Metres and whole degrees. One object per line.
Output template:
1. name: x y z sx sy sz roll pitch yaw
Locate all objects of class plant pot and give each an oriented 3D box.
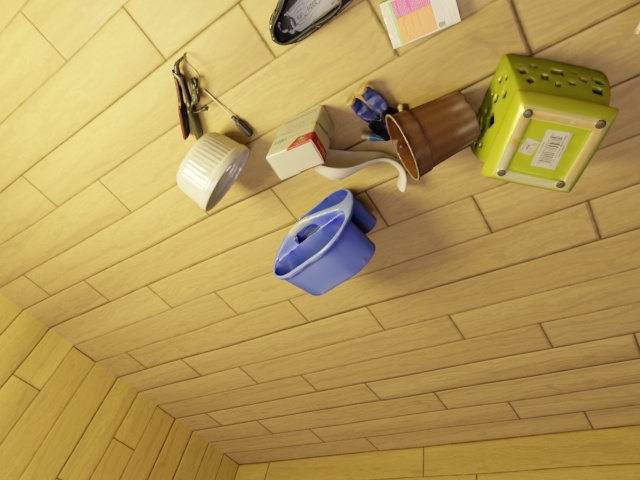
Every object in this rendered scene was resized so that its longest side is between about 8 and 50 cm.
1. plant pot: 0.260 -0.246 1.002 0.165 0.167 0.167 -25 123 4
2. plant pot: 0.469 -0.238 0.939 0.227 0.207 0.228 13 131 4

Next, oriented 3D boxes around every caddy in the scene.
1. caddy: 0.000 0.000 1.245 0.179 0.241 0.341 35 129 -25

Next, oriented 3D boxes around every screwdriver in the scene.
1. screwdriver: -0.246 -0.336 1.156 0.170 0.025 0.024 40 128 -21

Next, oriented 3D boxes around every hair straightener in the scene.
1. hair straightener: -0.330 -0.367 1.145 0.089 0.047 0.230 9 127 6

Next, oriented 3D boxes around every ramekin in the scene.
1. ramekin: -0.293 -0.191 1.179 0.109 0.207 0.207 34 130 -3

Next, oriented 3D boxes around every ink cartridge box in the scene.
1. ink cartridge box: -0.045 -0.245 1.084 0.128 0.175 0.072 -16 127 26

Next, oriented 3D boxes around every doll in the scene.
1. doll: 0.146 -0.294 1.078 0.189 0.046 0.129 36 120 -25

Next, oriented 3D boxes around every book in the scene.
1. book: 0.207 -0.477 0.914 0.144 0.035 0.096 -13 123 24

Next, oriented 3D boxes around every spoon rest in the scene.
1. spoon rest: 0.099 -0.196 1.137 0.277 0.137 0.084 10 120 -14

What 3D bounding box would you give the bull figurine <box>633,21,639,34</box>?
1. bull figurine: 0.620 -0.487 0.756 0.311 0.101 0.188 -10 133 28

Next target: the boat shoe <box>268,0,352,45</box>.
1. boat shoe: 0.014 -0.516 0.873 0.340 0.113 0.127 -27 119 32
